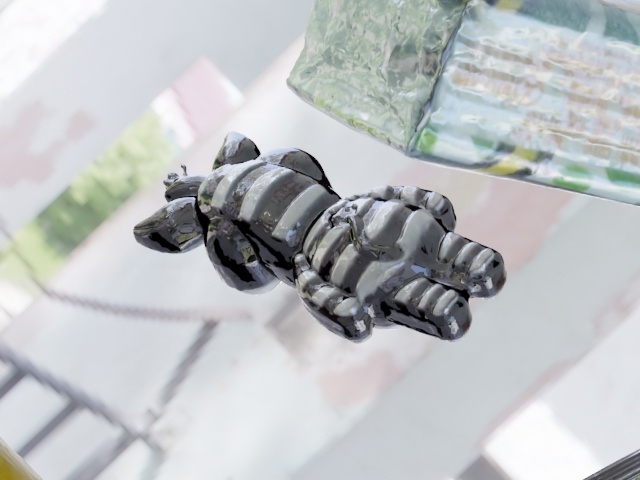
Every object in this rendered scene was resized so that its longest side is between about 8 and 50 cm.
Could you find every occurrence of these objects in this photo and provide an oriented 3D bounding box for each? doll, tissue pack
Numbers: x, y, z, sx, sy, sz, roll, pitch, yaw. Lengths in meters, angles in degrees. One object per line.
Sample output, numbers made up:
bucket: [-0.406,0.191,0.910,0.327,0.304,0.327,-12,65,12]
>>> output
doll: [0.000,0.000,0.996,0.219,0.091,0.067,22,-27,39]
tissue pack: [0.163,-0.099,1.242,0.310,0.128,0.228,12,10,-23]

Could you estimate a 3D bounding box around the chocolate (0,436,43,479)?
chocolate: [-0.207,0.165,0.983,0.445,0.162,0.162,48,4,-5]

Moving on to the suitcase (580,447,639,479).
suitcase: [0.229,0.203,1.429,0.086,0.126,0.059,30,37,-41]
